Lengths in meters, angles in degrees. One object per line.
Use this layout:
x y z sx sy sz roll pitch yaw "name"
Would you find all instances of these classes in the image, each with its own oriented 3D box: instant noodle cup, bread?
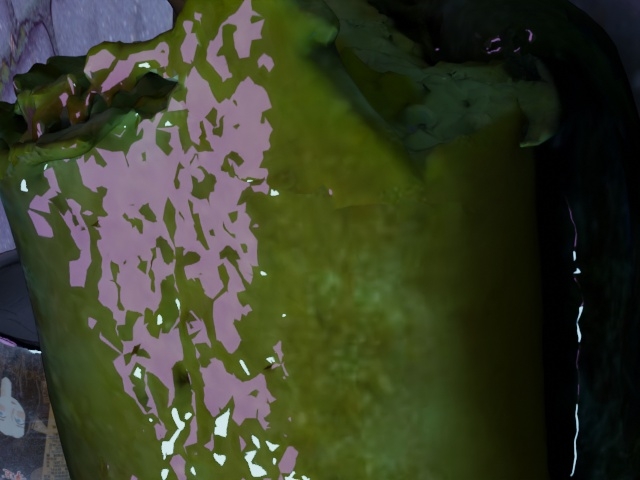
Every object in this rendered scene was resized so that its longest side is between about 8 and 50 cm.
-0.266 0.132 1.084 0.217 0.218 0.207 50 138 42 "instant noodle cup"
0.004 0.067 0.440 0.251 0.208 0.376 7 115 39 "bread"
